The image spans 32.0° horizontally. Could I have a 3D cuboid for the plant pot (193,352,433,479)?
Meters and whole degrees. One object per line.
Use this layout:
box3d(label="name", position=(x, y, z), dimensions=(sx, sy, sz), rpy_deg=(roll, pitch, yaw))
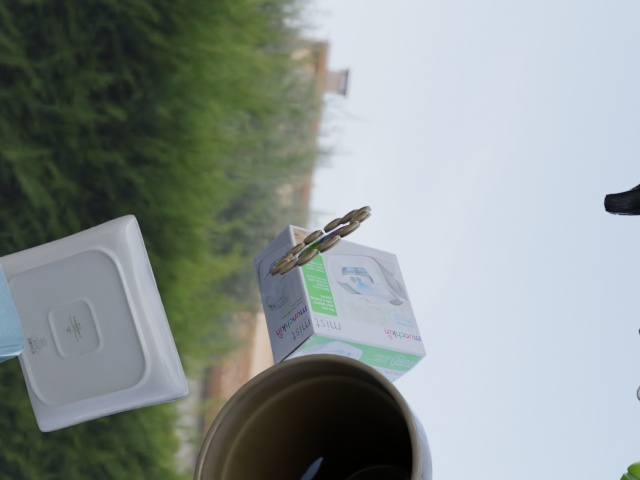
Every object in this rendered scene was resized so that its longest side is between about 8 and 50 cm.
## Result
box3d(label="plant pot", position=(0.031, 0.356, 1.527), dimensions=(0.280, 0.323, 0.323), rpy_deg=(49, 32, -52))

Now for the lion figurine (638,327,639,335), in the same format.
box3d(label="lion figurine", position=(0.640, 0.060, 1.765), dimensions=(0.240, 0.142, 0.392), rpy_deg=(-61, 167, 29))

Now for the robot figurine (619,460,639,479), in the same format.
box3d(label="robot figurine", position=(0.440, 0.356, 1.546), dimensions=(0.115, 0.067, 0.101), rpy_deg=(-63, 174, 5))

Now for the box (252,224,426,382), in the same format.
box3d(label="box", position=(0.031, 0.123, 2.009), dimensions=(0.127, 0.262, 0.231), rpy_deg=(-44, -135, 35))

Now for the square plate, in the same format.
box3d(label="square plate", position=(-0.442, 0.163, 2.062), dimensions=(0.049, 0.344, 0.347), rpy_deg=(-18, 92, -68))

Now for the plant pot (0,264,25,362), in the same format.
box3d(label="plant pot", position=(-0.518, 0.056, 1.183), dimensions=(0.248, 0.252, 0.247), rpy_deg=(-23, -97, 33))

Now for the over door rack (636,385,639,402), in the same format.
box3d(label="over door rack", position=(0.660, 0.290, 1.647), dimensions=(0.324, 0.239, 0.108), rpy_deg=(3, -129, 39))

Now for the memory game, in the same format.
box3d(label="memory game", position=(0.000, 0.000, 1.704), dimensions=(0.012, 0.186, 0.186), rpy_deg=(57, -11, -8))

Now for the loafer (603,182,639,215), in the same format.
box3d(label="loafer", position=(0.501, -0.081, 1.578), dimensions=(0.223, 0.076, 0.078), rpy_deg=(-12, -90, 46))
